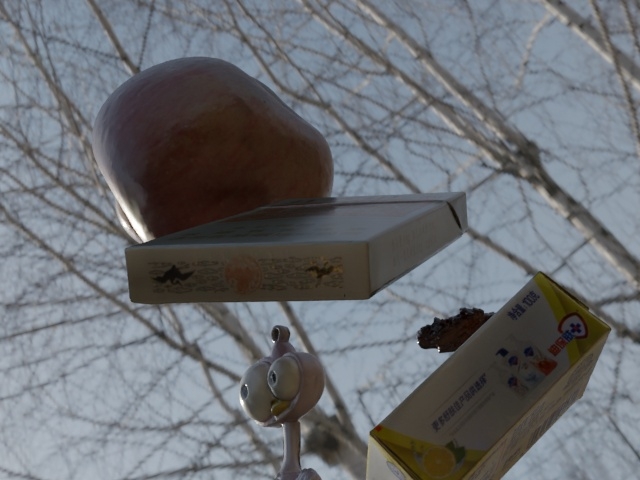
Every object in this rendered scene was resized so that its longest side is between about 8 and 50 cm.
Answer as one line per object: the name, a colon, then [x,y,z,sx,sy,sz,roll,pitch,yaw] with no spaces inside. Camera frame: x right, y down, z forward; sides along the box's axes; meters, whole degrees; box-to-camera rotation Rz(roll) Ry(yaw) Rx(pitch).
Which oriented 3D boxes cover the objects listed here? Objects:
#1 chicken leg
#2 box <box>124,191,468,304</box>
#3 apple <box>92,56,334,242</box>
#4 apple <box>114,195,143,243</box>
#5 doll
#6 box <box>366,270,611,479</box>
chicken leg: [0.224,0.111,1.387,0.205,0.053,0.093,-9,-34,-12]
box: [0.000,-0.001,0.980,0.204,0.365,0.051,-2,-83,19]
apple: [-0.133,-0.099,1.410,0.269,0.345,0.345,-33,-44,-3]
apple: [-0.217,-0.074,1.670,0.209,0.209,0.164,-11,-24,-18]
doll: [-0.047,0.286,1.467,0.094,0.365,0.160,9,-31,-26]
box: [0.170,0.177,1.108,0.265,0.097,0.168,-41,-26,-21]
